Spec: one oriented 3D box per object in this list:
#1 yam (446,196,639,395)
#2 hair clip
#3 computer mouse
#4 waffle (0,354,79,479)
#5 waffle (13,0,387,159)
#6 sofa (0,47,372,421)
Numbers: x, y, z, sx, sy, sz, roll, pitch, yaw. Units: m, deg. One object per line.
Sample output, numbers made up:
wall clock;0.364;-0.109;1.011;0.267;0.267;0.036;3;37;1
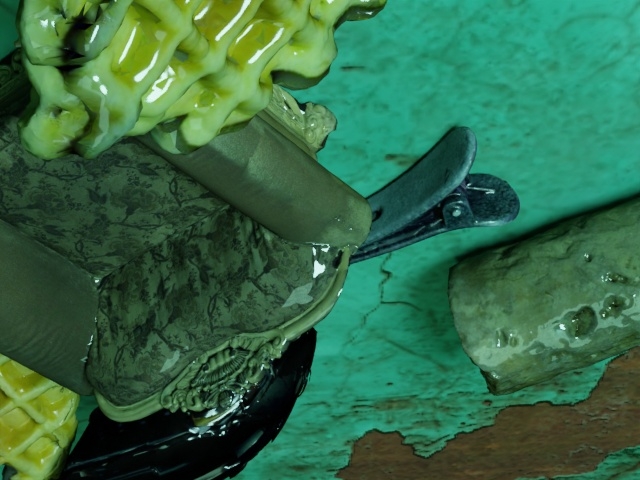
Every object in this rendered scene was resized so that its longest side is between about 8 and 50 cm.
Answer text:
yam;0.195;0.034;1.083;0.194;0.107;0.107;-22;138;18
hair clip;0.000;0.000;1.068;0.275;0.048;0.083;-21;142;21
computer mouse;-0.096;0.143;1.151;0.242;0.077;0.146;-35;144;1
waffle;-0.302;0.134;1.109;0.250;0.056;0.261;6;129;-16
waffle;-0.036;-0.182;0.714;0.297;0.073;0.317;-32;146;-41
sofa;-0.124;-0.012;0.932;0.258;0.182;0.200;-29;134;26
